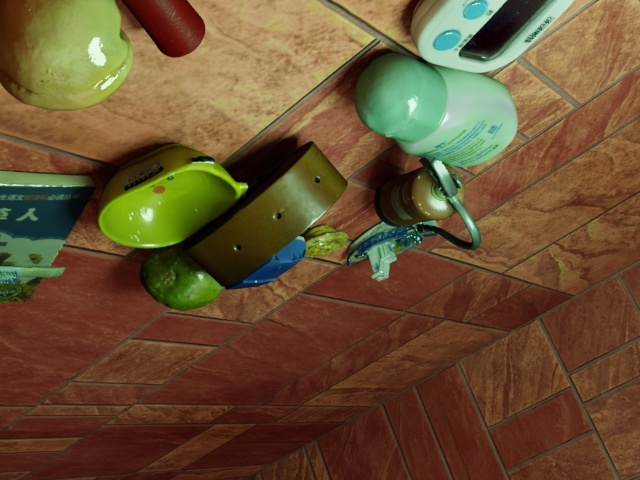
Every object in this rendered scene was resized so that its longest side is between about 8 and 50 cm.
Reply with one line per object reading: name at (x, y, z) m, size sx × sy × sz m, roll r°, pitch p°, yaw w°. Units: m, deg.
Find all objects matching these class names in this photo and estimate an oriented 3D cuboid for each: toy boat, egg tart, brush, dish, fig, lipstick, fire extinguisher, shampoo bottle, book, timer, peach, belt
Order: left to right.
book at (-0.624, 0.008, 1.553) m, size 0.300 × 0.039 × 0.428 m, roll 0°, pitch 148°, yaw -37°
brush at (-0.573, 0.066, 1.634) m, size 0.179 × 0.030 × 0.033 m, roll 4°, pitch 136°, yaw -47°
peach at (-0.338, -0.255, 1.100) m, size 0.184 × 0.184 × 0.184 m, roll -17°, pitch 155°, yaw -8°
lipstick at (-0.233, -0.335, 1.126) m, size 0.080 × 0.080 × 0.241 m, roll -25°, pitch 155°, yaw 8°
dish at (-0.278, -0.097, 1.531) m, size 0.262 × 0.108 × 0.221 m, roll -28°, pitch 154°, yaw 16°
fig at (-0.275, 0.079, 1.829) m, size 0.167 × 0.167 × 0.233 m, roll -30°, pitch 147°, yaw 19°
toy boat at (-0.155, 0.060, 1.983) m, size 0.129 × 0.088 × 0.295 m, roll -4°, pitch 161°, yaw -34°
belt at (-0.113, -0.049, 1.633) m, size 0.339 × 0.122 × 0.217 m, roll -37°, pitch -166°, yaw 18°
egg tart at (0.000, 0.000, 2.013) m, size 0.129 × 0.049 × 0.129 m, roll -17°, pitch 161°, yaw -6°
toy boat at (0.181, 0.018, 2.107) m, size 0.262 × 0.115 × 0.114 m, roll -32°, pitch 153°, yaw 21°
shampoo bottle at (0.204, -0.241, 1.567) m, size 0.222 × 0.151 × 0.350 m, roll -25°, pitch 158°, yaw 38°
fire extinguisher at (0.235, -0.075, 1.739) m, size 0.113 × 0.200 × 0.376 m, roll -57°, pitch -173°, yaw -8°
timer at (0.284, -0.391, 1.404) m, size 0.237 × 0.087 × 0.262 m, roll 1°, pitch 147°, yaw -38°
